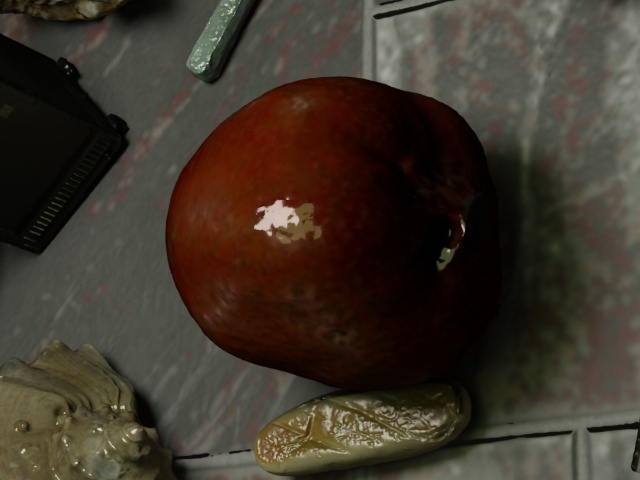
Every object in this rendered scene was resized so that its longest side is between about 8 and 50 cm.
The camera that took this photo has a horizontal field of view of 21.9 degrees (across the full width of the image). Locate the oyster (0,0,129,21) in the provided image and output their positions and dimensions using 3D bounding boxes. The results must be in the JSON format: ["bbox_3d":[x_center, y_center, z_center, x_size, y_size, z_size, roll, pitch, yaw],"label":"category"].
[{"bbox_3d":[-0.296,-0.312,1.844,0.341,0.110,0.166,16,77,38],"label":"oyster"}]

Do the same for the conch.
[{"bbox_3d":[-0.301,0.233,1.606,0.352,0.210,0.297,-25,47,21],"label":"conch"}]

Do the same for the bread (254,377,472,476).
[{"bbox_3d":[0.041,0.169,1.497,0.214,0.053,0.073,-15,69,24],"label":"bread"}]

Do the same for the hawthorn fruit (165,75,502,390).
[{"bbox_3d":[0.006,-0.010,1.439,0.311,0.295,0.295,11,79,25],"label":"hawthorn fruit"}]

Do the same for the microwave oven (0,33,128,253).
[{"bbox_3d":[-0.364,-0.129,1.739,0.178,0.247,0.188,-49,54,12],"label":"microwave oven"}]

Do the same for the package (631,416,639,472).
[{"bbox_3d":[0.365,0.088,1.319,0.204,0.062,0.250,13,84,36],"label":"package"}]

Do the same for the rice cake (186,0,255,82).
[{"bbox_3d":[-0.081,-0.261,1.735,0.033,0.033,0.207,27,88,25],"label":"rice cake"}]
